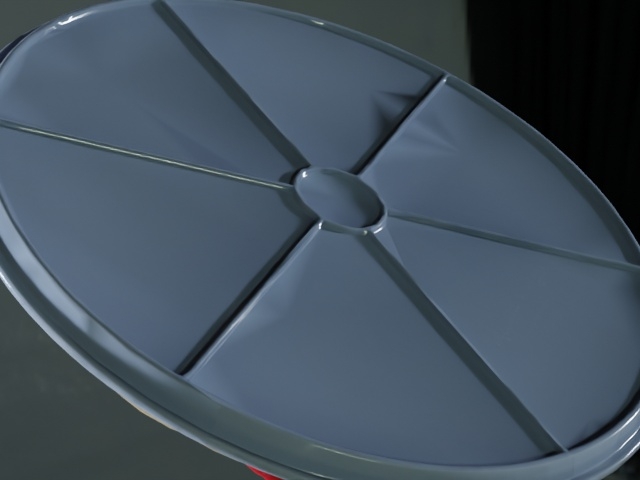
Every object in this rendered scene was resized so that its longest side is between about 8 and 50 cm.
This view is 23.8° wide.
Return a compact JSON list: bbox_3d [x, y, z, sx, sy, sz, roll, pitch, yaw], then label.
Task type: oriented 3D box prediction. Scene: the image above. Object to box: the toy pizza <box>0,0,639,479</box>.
[{"bbox_3d":[0.000,0.000,0.413,0.201,0.032,0.201,17,35,-12],"label":"toy pizza"}]
